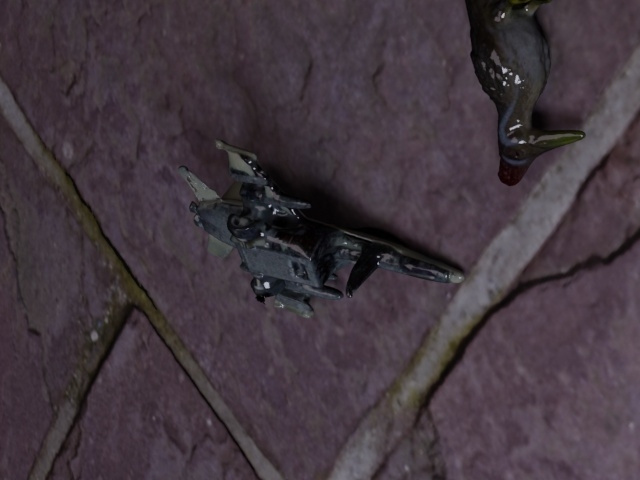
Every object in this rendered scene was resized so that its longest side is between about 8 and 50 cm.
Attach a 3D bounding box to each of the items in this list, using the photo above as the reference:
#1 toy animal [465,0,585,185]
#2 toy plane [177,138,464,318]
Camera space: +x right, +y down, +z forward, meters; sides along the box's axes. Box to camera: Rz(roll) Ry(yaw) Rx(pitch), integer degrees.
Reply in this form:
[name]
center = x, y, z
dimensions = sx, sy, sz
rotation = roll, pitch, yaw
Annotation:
[toy animal]
center = 0.133, -0.133, 0.970
dimensions = 0.105, 0.070, 0.202
rotation = 25, 125, 53
[toy plane]
center = -0.007, 0.007, 1.138
dimensions = 0.262, 0.088, 0.192
rotation = 23, 146, 39
